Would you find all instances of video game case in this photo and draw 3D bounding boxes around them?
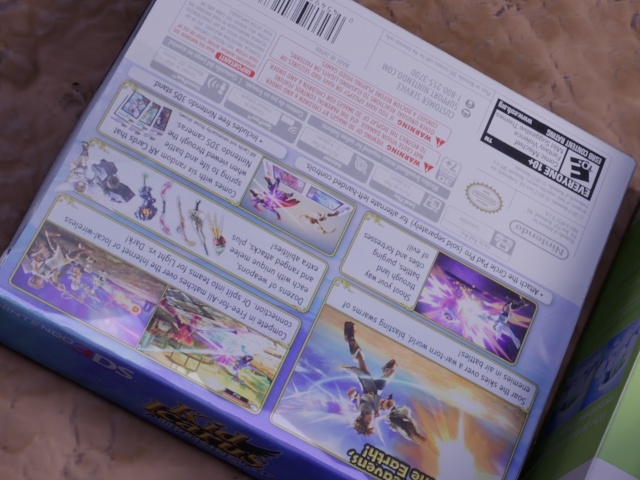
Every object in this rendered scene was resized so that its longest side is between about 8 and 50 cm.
[{"bbox_3d":[0.000,0.000,0.923,0.269,0.061,0.244,29,60,-5],"label":"video game case"}]

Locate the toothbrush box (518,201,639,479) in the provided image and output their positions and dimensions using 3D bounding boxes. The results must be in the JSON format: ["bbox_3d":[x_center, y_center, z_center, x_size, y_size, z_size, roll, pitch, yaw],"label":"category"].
[{"bbox_3d":[0.229,0.107,0.923,0.206,0.122,0.283,30,60,-4],"label":"toothbrush box"}]
